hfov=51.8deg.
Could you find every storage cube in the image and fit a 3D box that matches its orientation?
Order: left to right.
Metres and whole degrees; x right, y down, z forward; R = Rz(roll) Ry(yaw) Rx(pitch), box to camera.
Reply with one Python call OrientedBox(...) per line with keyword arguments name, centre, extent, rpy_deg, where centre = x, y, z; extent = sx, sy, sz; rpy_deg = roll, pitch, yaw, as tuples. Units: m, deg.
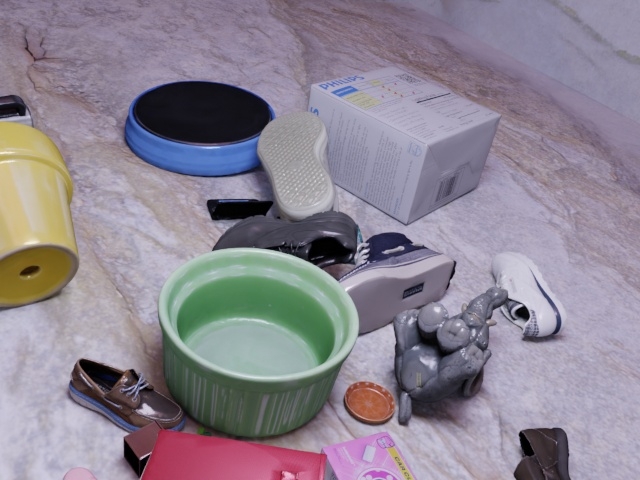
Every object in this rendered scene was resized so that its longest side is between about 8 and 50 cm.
OrientedBox(name="storage cube", centre=(-0.104, 0.341, 0.704), extent=(0.193, 0.214, 0.183), rpy_deg=(8, 33, 3))

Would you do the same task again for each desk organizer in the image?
OrientedBox(name="desk organizer", centre=(-0.207, 0.304, 0.870), extent=(0.050, 0.047, 0.130), rpy_deg=(-21, 46, -38))

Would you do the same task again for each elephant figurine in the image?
OrientedBox(name="elephant figurine", centre=(0.230, 0.184, 1.118), extent=(0.239, 0.186, 0.169), rpy_deg=(7, 60, -58))

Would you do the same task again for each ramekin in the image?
OrientedBox(name="ramekin", centre=(-0.103, 0.157, 1.032), extent=(0.304, 0.148, 0.303), rpy_deg=(9, 33, -6))

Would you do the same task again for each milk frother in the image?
OrientedBox(name="milk frother", centre=(-0.716, -0.244, 1.491), extent=(0.135, 0.129, 0.143), rpy_deg=(-19, 88, -39))

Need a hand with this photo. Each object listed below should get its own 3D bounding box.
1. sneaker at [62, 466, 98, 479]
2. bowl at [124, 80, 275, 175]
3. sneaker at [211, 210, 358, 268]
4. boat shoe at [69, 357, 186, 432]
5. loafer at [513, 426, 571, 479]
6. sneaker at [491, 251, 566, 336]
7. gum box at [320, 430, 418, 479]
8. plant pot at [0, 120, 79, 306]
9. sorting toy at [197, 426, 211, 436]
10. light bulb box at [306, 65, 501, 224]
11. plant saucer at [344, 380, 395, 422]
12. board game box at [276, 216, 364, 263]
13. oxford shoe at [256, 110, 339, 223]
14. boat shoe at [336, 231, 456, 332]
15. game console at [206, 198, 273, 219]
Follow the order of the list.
OrientedBox(name="sneaker", centre=(-0.289, 0.318, 0.800), extent=(0.051, 0.070, 0.134), rpy_deg=(-4, 36, -21))
OrientedBox(name="bowl", centre=(-0.299, -0.301, 1.689), extent=(0.392, 0.077, 0.391), rpy_deg=(6, 37, -5))
OrientedBox(name="sneaker", centre=(-0.066, 0.014, 1.239), extent=(0.287, 0.108, 0.130), rpy_deg=(-12, 25, 0))
OrientedBox(name="boat shoe", centre=(-0.280, 0.222, 0.947), extent=(0.183, 0.066, 0.066), rpy_deg=(17, 34, 7))
OrientedBox(name="loafer", centre=(0.318, 0.358, 0.954), extent=(0.079, 0.080, 0.220), rpy_deg=(9, 27, 11))
OrientedBox(name="sneaker", centre=(0.403, 0.104, 1.352), extent=(0.095, 0.090, 0.235), rpy_deg=(-8, 36, -14))
OrientedBox(name="gum box", centre=(0.077, 0.349, 0.883), extent=(0.107, 0.062, 0.188), rpy_deg=(-6, 38, -27))
OrientedBox(name="plant pot", centre=(-0.524, -0.029, 1.105), extent=(0.254, 0.254, 0.239), rpy_deg=(-15, 58, -36))
OrientedBox(name="sorting toy", centre=(-0.155, 0.298, 0.927), extent=(0.062, 0.012, 0.083), rpy_deg=(2, 38, -7))
OrientedBox(name="light bulb box", centre=(0.200, -0.262, 1.697), extent=(0.361, 0.225, 0.358), rpy_deg=(33, 39, 29))
OrientedBox(name="plant saucer", centre=(0.079, 0.261, 1.062), extent=(0.084, 0.013, 0.083), rpy_deg=(8, 33, -5))
OrientedBox(name="board game box", centre=(0.000, 0.000, 1.415), extent=(0.186, 0.026, 0.126), rpy_deg=(6, 34, -12))
OrientedBox(name="oxford shoe", centre=(-0.046, -0.154, 1.485), extent=(0.169, 0.130, 0.449), rpy_deg=(-16, 40, 2))
OrientedBox(name="boat shoe", centre=(0.099, 0.071, 1.276), extent=(0.341, 0.127, 0.158), rpy_deg=(-9, 32, -42))
OrientedBox(name="game console", centre=(-0.177, -0.084, 1.440), extent=(0.122, 0.071, 0.107), rpy_deg=(-1, 36, -22))
